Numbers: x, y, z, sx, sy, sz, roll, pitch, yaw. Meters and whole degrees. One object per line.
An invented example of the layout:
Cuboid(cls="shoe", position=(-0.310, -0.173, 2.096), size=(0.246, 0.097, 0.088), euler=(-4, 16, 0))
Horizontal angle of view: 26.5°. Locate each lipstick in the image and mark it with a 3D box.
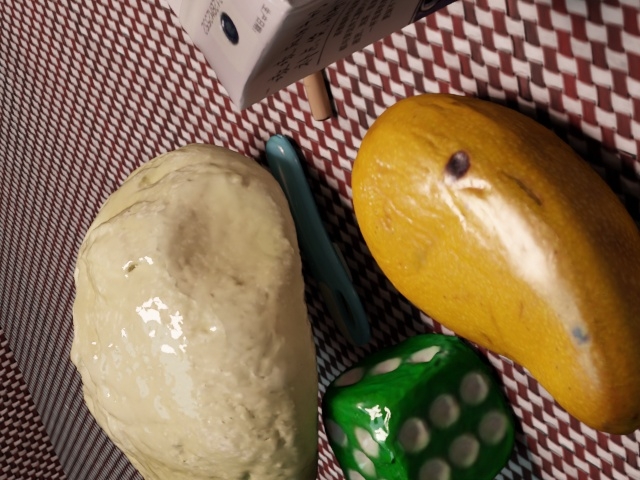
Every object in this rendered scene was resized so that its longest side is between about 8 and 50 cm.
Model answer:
Cuboid(cls="lipstick", position=(-0.009, -0.147, 1.170), size=(0.019, 0.019, 0.094), euler=(27, 141, 51))

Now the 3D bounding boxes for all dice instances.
Cuboid(cls="dice", position=(0.087, 0.165, 1.207), size=(0.120, 0.128, 0.131), euler=(1, 118, 62))

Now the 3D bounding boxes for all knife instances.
Cuboid(cls="knife", position=(0.000, 0.000, 1.314), size=(0.222, 0.031, 0.064), euler=(67, 160, -9))

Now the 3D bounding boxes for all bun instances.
Cuboid(cls="bun", position=(-0.121, 0.093, 1.306), size=(0.349, 0.227, 0.352), euler=(-105, 6, -56))

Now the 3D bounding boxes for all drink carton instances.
Cuboid(cls="drink carton", position=(0.027, -0.182, 0.798), size=(0.102, 0.222, 0.134), euler=(57, 156, 6))

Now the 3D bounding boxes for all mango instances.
Cuboid(cls="mango", position=(0.135, 0.003, 0.940), size=(0.295, 0.120, 0.177), euler=(40, 142, 35))
